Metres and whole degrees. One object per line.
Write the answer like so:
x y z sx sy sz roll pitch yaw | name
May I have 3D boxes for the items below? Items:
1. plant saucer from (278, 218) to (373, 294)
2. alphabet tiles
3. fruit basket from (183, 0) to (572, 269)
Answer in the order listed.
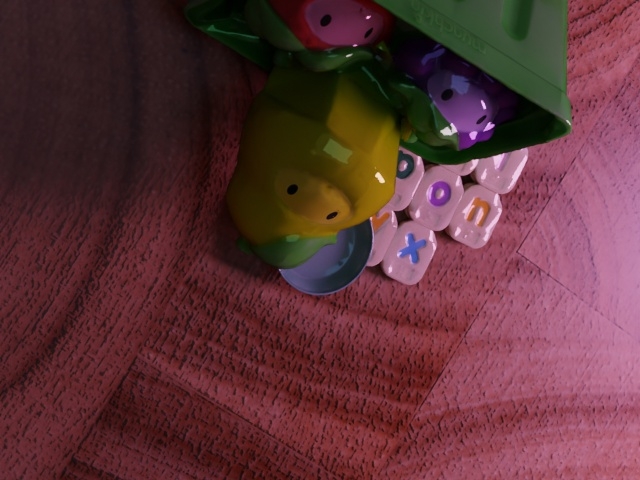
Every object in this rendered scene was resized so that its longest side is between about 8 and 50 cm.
0.000 0.000 1.841 0.119 0.021 0.119 -5 104 -22 | plant saucer
0.097 -0.102 1.883 0.284 0.021 0.278 24 92 -25 | alphabet tiles
0.039 -0.151 1.703 0.392 0.283 0.392 5 80 -31 | fruit basket
